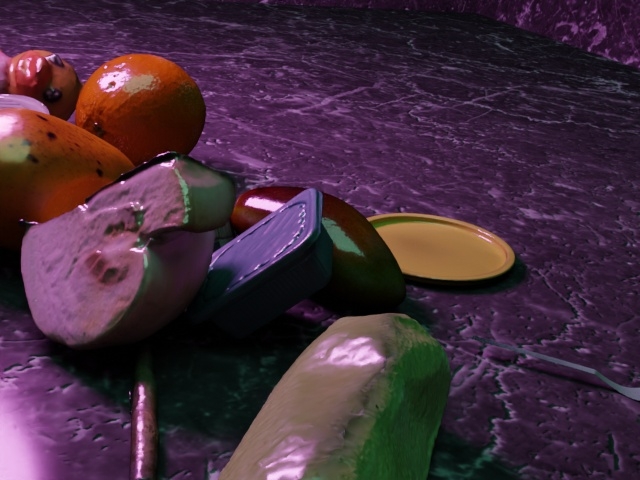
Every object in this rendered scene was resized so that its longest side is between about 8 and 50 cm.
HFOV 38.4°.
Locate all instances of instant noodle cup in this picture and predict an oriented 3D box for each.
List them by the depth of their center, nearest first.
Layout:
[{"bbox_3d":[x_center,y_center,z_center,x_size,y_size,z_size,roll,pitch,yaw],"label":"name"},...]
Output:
[{"bbox_3d":[-0.058,0.033,1.014,0.179,0.070,0.157,-33,19,14],"label":"instant noodle cup"}]

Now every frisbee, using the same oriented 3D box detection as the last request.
[{"bbox_3d":[0.154,0.011,1.278,0.236,0.017,0.236,5,23,-2],"label":"frisbee"}]

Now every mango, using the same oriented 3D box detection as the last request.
[{"bbox_3d":[0.000,0.000,1.144,0.267,0.111,0.133,30,16,32],"label":"mango"},{"bbox_3d":[-0.346,-0.079,1.163,0.191,0.160,0.290,33,16,22],"label":"mango"}]

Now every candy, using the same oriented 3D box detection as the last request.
[{"bbox_3d":[0.017,0.167,0.736,0.142,0.132,0.343,-32,7,23],"label":"candy"}]

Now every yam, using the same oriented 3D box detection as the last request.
[{"bbox_3d":[-0.162,0.151,0.837,0.029,0.027,0.234,11,20,-16],"label":"yam"}]

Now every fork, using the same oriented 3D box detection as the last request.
[{"bbox_3d":[0.278,0.141,0.995,0.235,0.021,0.039,13,19,19],"label":"fork"}]

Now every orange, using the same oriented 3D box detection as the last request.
[{"bbox_3d":[-0.283,-0.197,1.441,0.206,0.206,0.206,5,22,-2],"label":"orange"}]

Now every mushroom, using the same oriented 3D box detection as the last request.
[{"bbox_3d":[-0.178,0.039,0.968,0.236,0.173,0.162,-22,-28,28],"label":"mushroom"}]

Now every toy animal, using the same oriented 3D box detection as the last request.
[{"bbox_3d":[-0.533,-0.256,1.571,0.281,0.195,0.169,1,-17,-4],"label":"toy animal"}]

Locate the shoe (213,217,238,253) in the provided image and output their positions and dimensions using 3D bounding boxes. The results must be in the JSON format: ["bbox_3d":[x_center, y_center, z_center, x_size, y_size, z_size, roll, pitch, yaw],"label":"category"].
[{"bbox_3d":[-0.149,-0.007,1.192,0.071,0.064,0.143,-7,13,17],"label":"shoe"}]

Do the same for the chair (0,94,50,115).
[{"bbox_3d":[-0.544,-0.161,1.301,0.203,0.190,0.274,21,-2,30],"label":"chair"}]
